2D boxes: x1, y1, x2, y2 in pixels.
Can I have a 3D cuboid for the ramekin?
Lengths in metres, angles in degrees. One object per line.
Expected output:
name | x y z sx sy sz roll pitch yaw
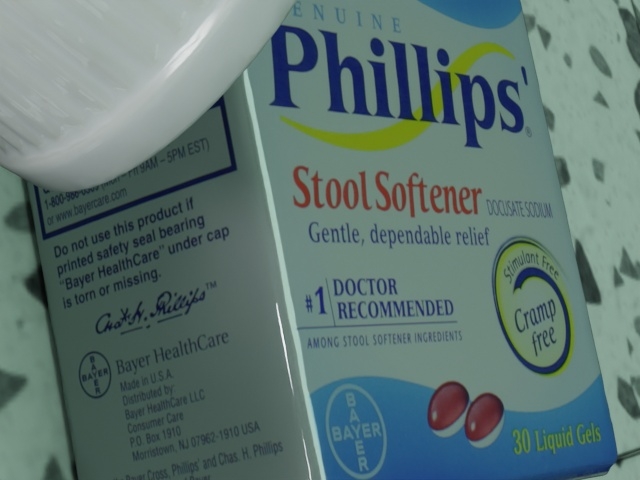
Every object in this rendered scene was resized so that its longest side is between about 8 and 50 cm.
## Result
ramekin | -0.090 -0.132 0.674 0.109 0.207 0.207 33 51 -32

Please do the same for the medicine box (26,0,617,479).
medicine box | 0.000 0.000 0.953 0.263 0.149 0.289 1 76 -52
